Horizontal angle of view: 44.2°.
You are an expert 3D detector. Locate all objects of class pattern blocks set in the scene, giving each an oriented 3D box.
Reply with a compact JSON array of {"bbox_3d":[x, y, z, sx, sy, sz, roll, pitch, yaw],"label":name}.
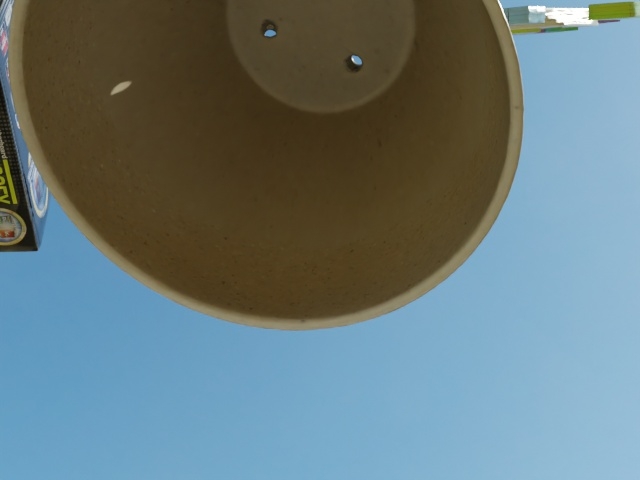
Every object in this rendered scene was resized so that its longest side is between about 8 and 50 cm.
[{"bbox_3d":[0.244,-0.264,0.959,0.325,0.285,0.026,-15,-74,-40],"label":"pattern blocks set"}]

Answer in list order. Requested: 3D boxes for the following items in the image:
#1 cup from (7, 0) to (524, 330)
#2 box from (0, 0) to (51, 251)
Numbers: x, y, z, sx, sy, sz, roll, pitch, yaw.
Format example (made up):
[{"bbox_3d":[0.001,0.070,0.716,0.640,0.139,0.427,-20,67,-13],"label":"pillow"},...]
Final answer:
[{"bbox_3d":[-0.019,-0.134,0.593,0.331,0.237,0.331,6,-57,10],"label":"cup"},{"bbox_3d":[-0.296,-0.154,0.749,0.060,0.270,0.216,-3,-51,-8],"label":"box"}]
